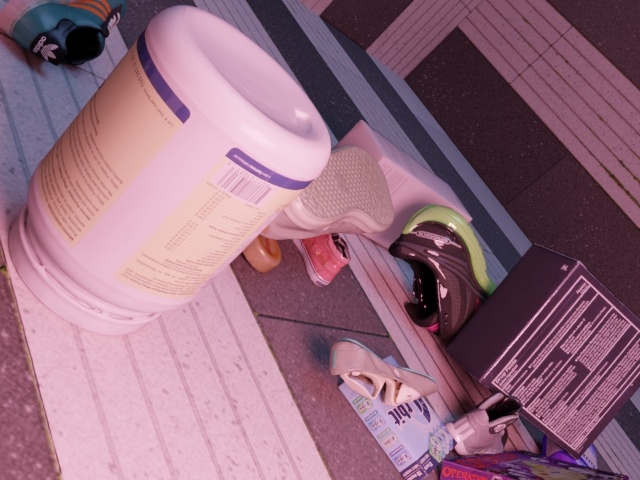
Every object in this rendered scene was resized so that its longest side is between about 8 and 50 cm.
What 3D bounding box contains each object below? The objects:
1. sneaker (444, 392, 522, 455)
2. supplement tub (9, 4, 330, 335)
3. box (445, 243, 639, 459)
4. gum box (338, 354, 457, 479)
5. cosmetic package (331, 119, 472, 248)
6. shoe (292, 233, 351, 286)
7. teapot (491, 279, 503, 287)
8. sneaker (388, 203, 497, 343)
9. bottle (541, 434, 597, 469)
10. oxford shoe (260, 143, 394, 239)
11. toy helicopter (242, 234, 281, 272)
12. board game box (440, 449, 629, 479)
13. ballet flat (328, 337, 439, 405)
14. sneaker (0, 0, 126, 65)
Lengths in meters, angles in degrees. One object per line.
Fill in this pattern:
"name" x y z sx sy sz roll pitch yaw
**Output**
"sneaker" 0.328 0.336 1.295 0.229 0.132 0.086 14 39 -54
"supplement tub" -0.173 -0.068 0.790 0.235 0.325 0.235 39 23 -20
"box" 0.469 0.216 1.411 0.294 0.296 0.183 40 1 -19
"gum box" 0.128 0.284 1.133 0.184 0.041 0.157 52 23 15
"cosmetic package" 0.172 -0.102 1.692 0.365 0.197 0.155 29 26 -42
"shoe" 0.000 0.000 1.338 0.063 0.081 0.178 27 29 -42
"teapot" 0.547 0.203 1.894 0.252 0.187 0.256 -8 72 -33
"sneaker" 0.300 0.156 1.546 0.483 0.202 0.185 58 -13 -11
"bottle" 0.508 0.479 1.436 0.118 0.092 0.283 46 21 6
"oxford shoe" 0.012 -0.078 1.249 0.449 0.130 0.169 -9 80 -62
"toy helicopter" -0.156 -0.104 1.222 0.355 0.140 0.235 64 16 13
"board game box" 0.373 0.408 1.193 0.347 0.208 0.056 18 75 -52
"ballet flat" 0.095 0.216 1.070 0.213 0.072 0.068 30 56 -29
"sneaker" -0.403 -0.357 1.189 0.121 0.108 0.302 45 29 -6
